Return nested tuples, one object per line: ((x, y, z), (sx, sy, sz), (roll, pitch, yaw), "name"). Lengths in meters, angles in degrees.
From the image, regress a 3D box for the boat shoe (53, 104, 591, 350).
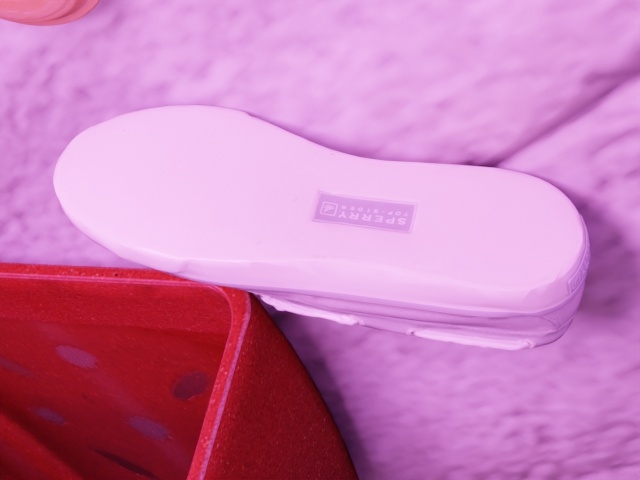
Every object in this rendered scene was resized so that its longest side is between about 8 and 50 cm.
((0.000, 0.000, 0.582), (0.184, 0.066, 0.063), (5, 145, 11), "boat shoe")

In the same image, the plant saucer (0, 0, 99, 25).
((-0.107, -0.097, 0.540), (0.083, 0.013, 0.083), (17, 150, 10), "plant saucer")

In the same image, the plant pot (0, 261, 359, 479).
((-0.117, 0.177, 0.762), (0.267, 0.267, 0.236), (2, 157, 31), "plant pot")
